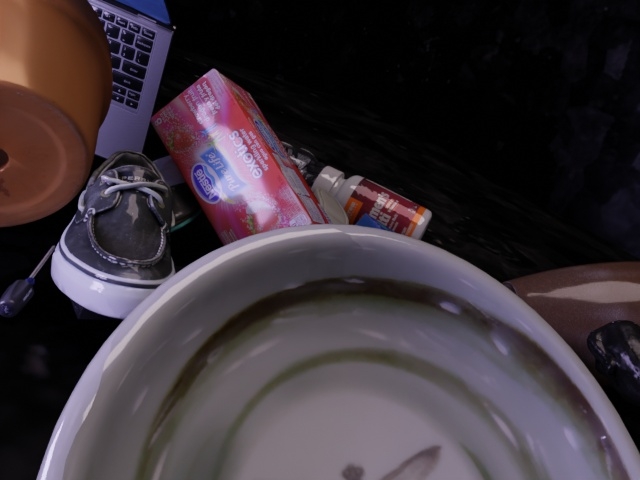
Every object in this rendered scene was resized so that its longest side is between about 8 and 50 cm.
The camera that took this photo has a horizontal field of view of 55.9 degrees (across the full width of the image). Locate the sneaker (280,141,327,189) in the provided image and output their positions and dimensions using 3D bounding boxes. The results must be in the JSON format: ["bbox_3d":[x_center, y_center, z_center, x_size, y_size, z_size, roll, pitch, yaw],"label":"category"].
[{"bbox_3d":[-0.067,-0.143,1.237,0.268,0.101,0.153,6,24,-48],"label":"sneaker"}]

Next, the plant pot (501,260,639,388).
[{"bbox_3d":[0.404,0.130,0.974,0.230,0.215,0.215,5,22,-7],"label":"plant pot"}]

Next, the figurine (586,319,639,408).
[{"bbox_3d":[0.358,0.205,0.775,0.215,0.092,0.209,-8,28,-1],"label":"figurine"}]

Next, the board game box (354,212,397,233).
[{"bbox_3d":[0.158,0.052,0.975,0.210,0.047,0.160,29,15,-45],"label":"board game box"}]

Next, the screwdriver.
[{"bbox_3d":[-0.298,0.038,0.633,0.025,0.024,0.170,50,6,-16],"label":"screwdriver"}]

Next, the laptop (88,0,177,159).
[{"bbox_3d":[-0.424,-0.294,0.826,0.382,0.408,0.236,22,30,-6],"label":"laptop"}]

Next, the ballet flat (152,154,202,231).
[{"bbox_3d":[-0.214,-0.084,0.917,0.095,0.096,0.280,-19,13,8],"label":"ballet flat"}]

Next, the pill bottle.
[{"bbox_3d":[0.089,-0.050,1.149,0.221,0.121,0.121,27,20,10],"label":"pill bottle"}]

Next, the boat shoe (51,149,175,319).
[{"bbox_3d":[-0.223,-0.028,0.668,0.121,0.119,0.335,12,16,-27],"label":"boat shoe"}]

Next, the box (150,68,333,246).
[{"bbox_3d":[-0.106,-0.091,0.847,0.257,0.122,0.128,58,11,10],"label":"box"}]

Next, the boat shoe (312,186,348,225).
[{"bbox_3d":[0.000,0.000,0.974,0.095,0.079,0.254,33,23,-27],"label":"boat shoe"}]

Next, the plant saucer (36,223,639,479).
[{"bbox_3d":[0.036,0.182,0.373,0.400,0.100,0.400,13,55,-18],"label":"plant saucer"}]

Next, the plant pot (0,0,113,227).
[{"bbox_3d":[-0.376,-0.154,0.687,0.291,0.291,0.203,9,40,-37],"label":"plant pot"}]

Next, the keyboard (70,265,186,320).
[{"bbox_3d":[-0.121,0.083,0.700,0.317,0.033,0.201,7,19,-37],"label":"keyboard"}]
